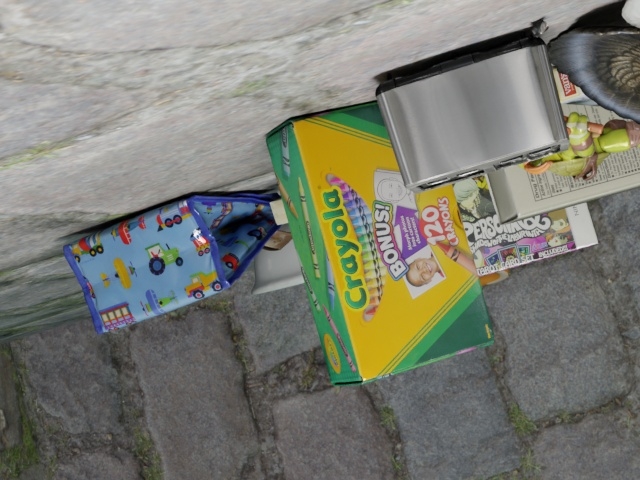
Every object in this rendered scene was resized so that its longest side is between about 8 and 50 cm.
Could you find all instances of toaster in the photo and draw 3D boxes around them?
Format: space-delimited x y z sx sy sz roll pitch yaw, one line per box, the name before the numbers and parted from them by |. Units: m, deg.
toaster | 0.150 -0.121 1.194 0.168 0.110 0.186 -17 176 9

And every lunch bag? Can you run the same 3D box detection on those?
lunch bag | -0.187 0.007 1.790 0.221 0.138 0.293 -20 -176 23

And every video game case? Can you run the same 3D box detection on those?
video game case | 0.270 -0.063 1.833 0.232 0.210 0.042 -16 176 11

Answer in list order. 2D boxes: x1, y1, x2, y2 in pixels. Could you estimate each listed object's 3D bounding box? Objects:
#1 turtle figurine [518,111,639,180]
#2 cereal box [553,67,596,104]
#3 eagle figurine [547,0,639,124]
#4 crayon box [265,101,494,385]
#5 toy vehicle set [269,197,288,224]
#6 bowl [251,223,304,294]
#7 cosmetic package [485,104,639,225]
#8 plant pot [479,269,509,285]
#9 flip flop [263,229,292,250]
turtle figurine | 0.321 -0.116 1.478 0.217 0.087 0.269 -11 179 -8
cereal box | 0.402 -0.209 1.417 0.240 0.047 0.173 -15 177 27
eagle figurine | 0.346 -0.164 1.152 0.226 0.225 0.298 24 -153 -8
crayon box | 0.062 -0.002 1.311 0.165 0.278 0.081 -14 178 -25
toy vehicle set | 0.081 -0.083 1.778 0.267 0.035 0.166 -13 -173 27
bowl | 0.000 0.000 2.275 0.298 0.134 0.298 -16 177 -1
cosmetic package | 0.377 -0.132 1.708 0.296 0.153 0.129 -14 175 -5
plant pot | 0.224 -0.028 1.954 0.205 0.187 0.205 -4 164 -1
flip flop | -0.102 -0.016 2.005 0.277 0.080 0.112 -15 177 -6
